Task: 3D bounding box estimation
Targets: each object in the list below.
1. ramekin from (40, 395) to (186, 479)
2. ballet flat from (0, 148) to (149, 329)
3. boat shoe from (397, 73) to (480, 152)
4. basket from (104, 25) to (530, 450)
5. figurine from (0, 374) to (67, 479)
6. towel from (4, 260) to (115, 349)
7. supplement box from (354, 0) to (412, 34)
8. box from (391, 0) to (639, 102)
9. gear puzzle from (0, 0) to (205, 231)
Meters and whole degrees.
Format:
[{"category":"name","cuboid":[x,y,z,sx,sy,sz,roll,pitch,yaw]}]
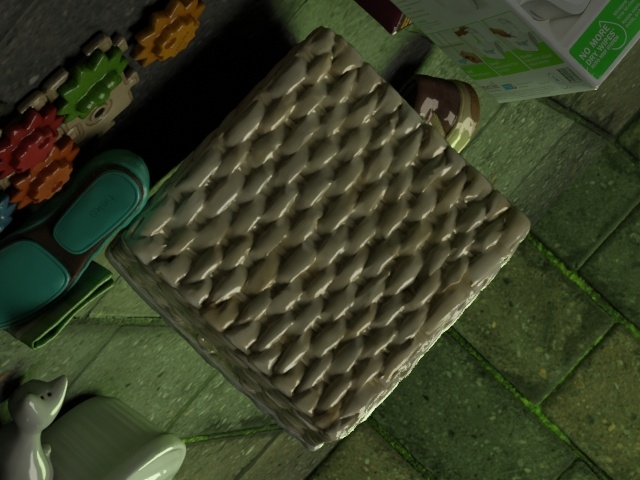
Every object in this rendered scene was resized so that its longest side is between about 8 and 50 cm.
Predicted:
[{"category":"ramekin","cuboid":[-0.310,0.318,2.503,0.273,0.127,0.273,-43,168,-11]},{"category":"ballet flat","cuboid":[-0.255,-0.002,1.910,0.247,0.083,0.087,-40,-168,20]},{"category":"boat shoe","cuboid":[0.066,-0.088,2.563,0.123,0.123,0.342,13,130,-38]},{"category":"basket","cuboid":[0.000,0.000,2.032,0.331,0.328,0.266,-47,-178,-9]},{"category":"figurine","cuboid":[-0.385,0.257,2.253,0.215,0.092,0.209,-34,157,-42]},{"category":"towel","cuboid":[-0.272,0.058,1.962,0.113,0.023,0.152,-43,-153,-12]},{"category":"supplement box","cuboid":[0.125,-0.317,2.129,0.188,0.081,0.104,-34,161,-39]},{"category":"box","cuboid":[0.175,-0.257,1.909,0.127,0.231,0.262,-49,-168,-10]},{"category":"gear puzzle","cuboid":[-0.226,-0.103,1.800,0.339,0.044,0.175,-43,165,-11]}]
